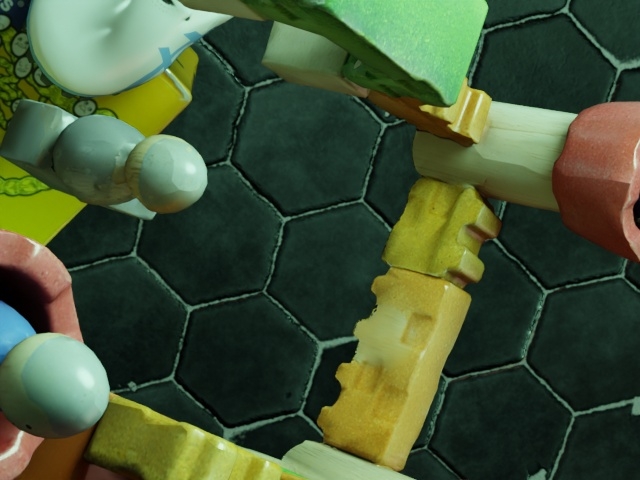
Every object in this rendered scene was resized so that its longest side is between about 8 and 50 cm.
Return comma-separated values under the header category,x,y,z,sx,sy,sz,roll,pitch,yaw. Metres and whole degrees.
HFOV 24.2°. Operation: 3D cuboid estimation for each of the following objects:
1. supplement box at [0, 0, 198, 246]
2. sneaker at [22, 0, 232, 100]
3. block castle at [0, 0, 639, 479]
category,x,y,z,sx,sy,sz,roll,pitch,yaw
supplement box,-0.261,-0.038,0.865,0.356,0.195,0.194,-44,-168,7
sneaker,-0.048,-0.152,0.748,0.237,0.085,0.086,-39,-171,-28
block castle,0.000,0.000,0.629,0.213,0.453,0.303,15,-101,40
